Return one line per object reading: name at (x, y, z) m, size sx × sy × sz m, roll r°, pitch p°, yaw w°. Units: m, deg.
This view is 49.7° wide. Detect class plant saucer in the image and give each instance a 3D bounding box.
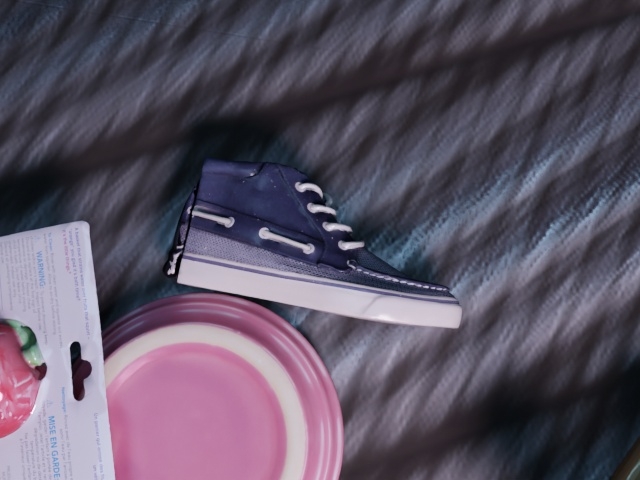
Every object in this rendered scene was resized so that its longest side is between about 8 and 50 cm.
plant saucer at (-0.139, 0.219, 0.758) m, size 0.333 × 0.084 × 0.331 m, roll 0°, pitch 78°, yaw -1°

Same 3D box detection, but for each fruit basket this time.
fruit basket at (-0.390, 0.167, 0.719) m, size 0.354 × 0.165 × 0.326 m, roll -10°, pitch 78°, yaw -2°

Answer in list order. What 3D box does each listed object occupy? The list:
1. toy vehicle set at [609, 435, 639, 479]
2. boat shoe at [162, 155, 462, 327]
toy vehicle set at (0.370, 0.353, 0.760) m, size 0.166 × 0.035 × 0.266 m, roll 39°, pitch 80°, yaw 7°
boat shoe at (0.000, 0.000, 0.784) m, size 0.341 × 0.127 × 0.158 m, roll 11°, pitch 84°, yaw 2°
